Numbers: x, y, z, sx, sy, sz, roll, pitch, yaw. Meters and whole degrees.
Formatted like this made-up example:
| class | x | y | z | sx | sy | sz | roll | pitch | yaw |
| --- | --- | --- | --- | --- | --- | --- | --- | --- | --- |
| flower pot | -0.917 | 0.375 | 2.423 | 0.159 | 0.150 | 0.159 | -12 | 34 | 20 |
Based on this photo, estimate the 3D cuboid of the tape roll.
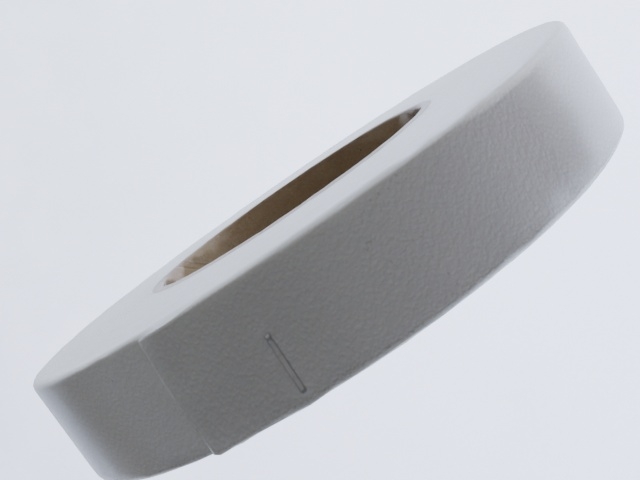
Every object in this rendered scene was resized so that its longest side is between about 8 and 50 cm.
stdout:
| class | x | y | z | sx | sy | sz | roll | pitch | yaw |
| --- | --- | --- | --- | --- | --- | --- | --- | --- | --- |
| tape roll | 0.000 | 0.000 | 0.619 | 0.392 | 0.392 | 0.072 | -29 | -81 | 37 |
